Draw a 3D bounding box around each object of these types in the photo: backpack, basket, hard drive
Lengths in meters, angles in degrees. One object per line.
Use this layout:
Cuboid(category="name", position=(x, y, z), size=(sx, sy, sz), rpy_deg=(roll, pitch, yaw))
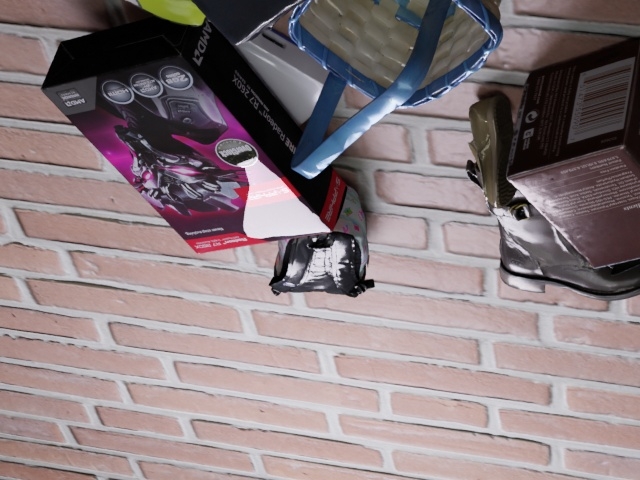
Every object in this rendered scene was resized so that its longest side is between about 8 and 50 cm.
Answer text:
Cuboid(category="backpack", position=(0.000, 0.000, 2.374), size=(0.152, 0.115, 0.182), rpy_deg=(-3, 151, -4))
Cuboid(category="basket", position=(0.072, -0.222, 1.858), size=(0.201, 0.289, 0.255), rpy_deg=(29, 145, -19))
Cuboid(category="hard drive", position=(-0.140, -0.186, 2.226), size=(0.210, 0.040, 0.319), rpy_deg=(29, 144, -19))

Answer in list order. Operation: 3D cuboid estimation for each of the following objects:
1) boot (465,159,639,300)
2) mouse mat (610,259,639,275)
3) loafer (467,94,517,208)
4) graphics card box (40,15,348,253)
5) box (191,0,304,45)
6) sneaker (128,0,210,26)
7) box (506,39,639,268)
Cuboid(category="boot", position=(0.332, -0.029, 2.229), size=(0.263, 0.091, 0.229), rpy_deg=(-2, 136, 13))
Cuboid(category="mouse mat", position=(0.451, -0.032, 2.114), size=(0.007, 0.152, 0.190), rpy_deg=(45, 139, -13))
Cuboid(category="loafer", position=(0.218, -0.113, 2.142), size=(0.050, 0.056, 0.148), rpy_deg=(10, 111, 42))
Cuboid(category="graphics card box", position=(-0.157, -0.132, 2.190), size=(0.233, 0.094, 0.371), rpy_deg=(-8, 139, 32))
Cuboid(category="box", position=(-0.030, -0.497, 1.395), size=(0.480, 0.297, 0.472), rpy_deg=(47, 140, -15))
Cuboid(category="sneaker", position=(-0.243, -0.352, 1.986), size=(0.300, 0.111, 0.121), rpy_deg=(12, 137, -4))
Cuboid(category="box", position=(0.356, -0.100, 2.032), size=(0.167, 0.168, 0.203), rpy_deg=(-16, 135, 38))
